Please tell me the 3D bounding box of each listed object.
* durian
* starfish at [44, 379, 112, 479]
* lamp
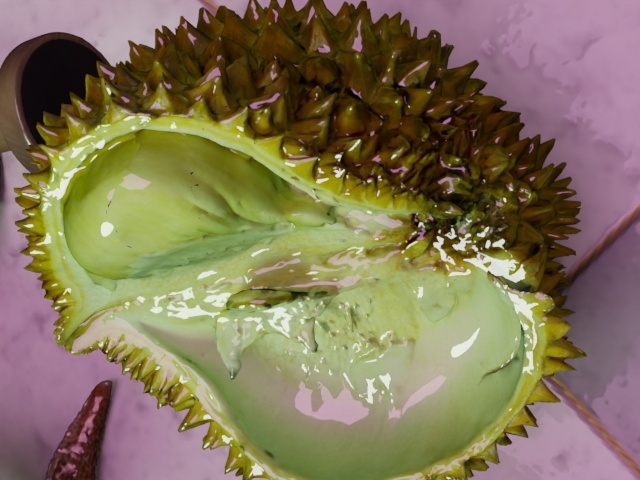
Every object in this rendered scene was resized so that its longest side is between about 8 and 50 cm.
[{"bbox_3d":[-0.003,-0.002,0.650,0.236,0.176,0.200,27,130,1],"label":"durian"},{"bbox_3d":[-0.126,0.195,0.781,0.213,0.057,0.238,-7,90,15],"label":"starfish"},{"bbox_3d":[-0.197,-0.049,0.762,0.214,0.121,0.121,-13,87,38],"label":"lamp"}]
